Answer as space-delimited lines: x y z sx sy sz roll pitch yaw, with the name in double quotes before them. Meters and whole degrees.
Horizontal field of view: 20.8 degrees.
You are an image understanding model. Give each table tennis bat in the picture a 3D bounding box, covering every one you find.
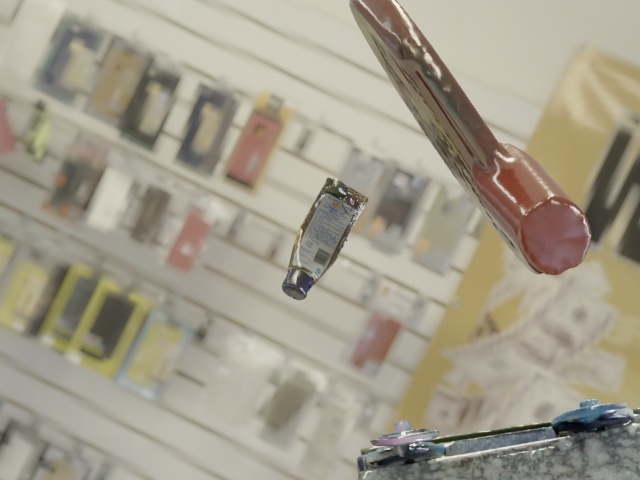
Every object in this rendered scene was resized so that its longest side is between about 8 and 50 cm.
"table tennis bat" 0.091 -0.055 1.014 0.200 0.038 0.310 55 3 -23

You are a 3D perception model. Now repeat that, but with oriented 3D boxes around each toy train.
"toy train" 0.161 0.217 1.507 0.300 0.131 0.202 -8 -12 7

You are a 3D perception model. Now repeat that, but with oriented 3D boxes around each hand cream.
"hand cream" 0.000 0.000 2.204 0.062 0.163 0.039 29 -23 -2
